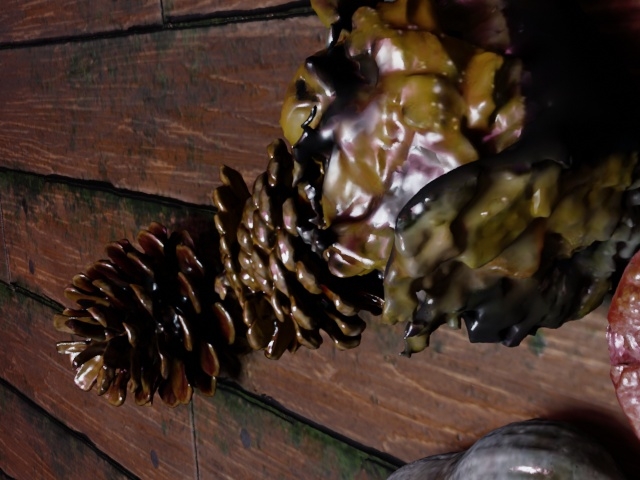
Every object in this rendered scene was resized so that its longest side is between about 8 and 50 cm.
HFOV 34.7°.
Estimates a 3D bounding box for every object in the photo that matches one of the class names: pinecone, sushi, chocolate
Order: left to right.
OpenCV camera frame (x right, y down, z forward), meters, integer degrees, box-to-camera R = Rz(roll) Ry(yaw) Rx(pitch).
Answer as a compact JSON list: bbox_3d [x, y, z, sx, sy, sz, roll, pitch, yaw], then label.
[{"bbox_3d":[-0.183,0.089,1.079,0.207,0.207,0.208,20,115,52],"label":"pinecone"},{"bbox_3d":[-0.004,0.001,0.817,0.195,0.150,0.179,-31,73,54],"label":"pinecone"},{"bbox_3d":[0.081,-0.059,0.635,0.204,0.200,0.213,52,139,40],"label":"sushi"},{"bbox_3d":[0.118,0.191,0.729,0.248,0.110,0.110,-38,67,50],"label":"chocolate"}]

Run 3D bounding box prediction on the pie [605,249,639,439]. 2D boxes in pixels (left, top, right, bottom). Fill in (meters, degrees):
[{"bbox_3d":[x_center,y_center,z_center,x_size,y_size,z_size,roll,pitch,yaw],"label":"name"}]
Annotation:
[{"bbox_3d":[0.226,0.070,0.599,0.154,0.036,0.155,18,112,53],"label":"pie"}]
